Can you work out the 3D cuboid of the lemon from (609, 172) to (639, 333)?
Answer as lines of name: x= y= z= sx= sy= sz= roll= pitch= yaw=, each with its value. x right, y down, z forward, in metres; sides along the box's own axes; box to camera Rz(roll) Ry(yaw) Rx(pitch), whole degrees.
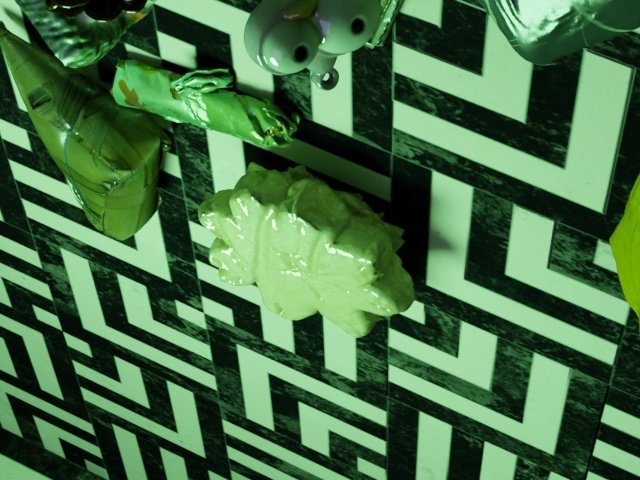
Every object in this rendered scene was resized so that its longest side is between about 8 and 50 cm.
lemon: x=0.449 y=0.013 z=1.617 sx=0.348 sy=0.348 sz=0.348 roll=24 pitch=152 yaw=14

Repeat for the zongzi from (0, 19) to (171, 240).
zongzi: x=-0.347 y=-0.150 z=2.398 sx=0.289 sy=0.123 sz=0.260 roll=38 pitch=156 yaw=9

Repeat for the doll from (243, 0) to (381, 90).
doll: x=-0.028 y=-0.290 z=1.742 sx=0.094 sy=0.160 sz=0.365 roll=39 pitch=158 yaw=39

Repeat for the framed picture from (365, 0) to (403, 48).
framed picture: x=0.005 y=-0.340 z=1.815 sx=0.232 sy=0.024 sz=0.315 roll=31 pitch=152 yaw=1

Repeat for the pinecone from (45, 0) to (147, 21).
pinecone: x=-0.208 y=-0.320 z=1.674 sx=0.207 sy=0.208 sz=0.208 roll=24 pitch=152 yaw=14

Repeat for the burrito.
burrito: x=-0.158 y=-0.187 z=2.204 sx=0.288 sy=0.054 sz=0.104 roll=19 pitch=148 yaw=26

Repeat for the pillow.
pillow: x=0.262 y=-0.265 z=1.602 sx=0.161 sy=0.092 sz=0.335 roll=45 pitch=149 yaw=-16

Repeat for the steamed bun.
steamed bun: x=0.000 y=0.000 z=2.264 sx=0.292 sy=0.137 sz=0.295 roll=45 pitch=144 yaw=-22

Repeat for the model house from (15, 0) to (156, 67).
model house: x=-0.221 y=-0.374 z=1.868 sx=0.301 sy=0.190 sz=0.271 roll=-28 pitch=102 yaw=27
